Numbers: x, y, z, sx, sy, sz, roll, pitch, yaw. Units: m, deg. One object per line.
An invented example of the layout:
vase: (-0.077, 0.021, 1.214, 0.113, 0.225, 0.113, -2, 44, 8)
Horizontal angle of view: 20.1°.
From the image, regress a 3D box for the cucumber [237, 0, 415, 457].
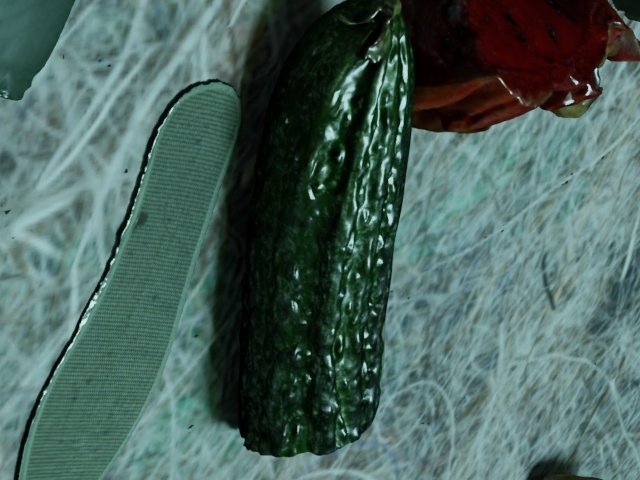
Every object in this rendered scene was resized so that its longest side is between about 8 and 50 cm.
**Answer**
cucumber: (-0.001, 0.000, 0.875, 0.077, 0.077, 0.265, -26, 132, -41)

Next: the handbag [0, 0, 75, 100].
handbag: (-0.132, -0.176, 0.552, 0.260, 0.079, 0.248, 11, 106, -57)

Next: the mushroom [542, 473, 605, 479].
mushroom: (0.143, 0.255, 1.255, 0.097, 0.088, 0.212, 41, 73, -24)

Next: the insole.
insole: (-0.087, 0.033, 0.844, 0.080, 0.003, 0.232, 6, 110, -55)

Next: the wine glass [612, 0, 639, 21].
wine glass: (0.131, -0.195, 0.870, 0.066, 0.066, 0.198, -51, 131, -14)

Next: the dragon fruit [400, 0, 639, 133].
dragon fruit: (0.087, -0.109, 0.932, 0.092, 0.122, 0.192, -32, 169, 37)
